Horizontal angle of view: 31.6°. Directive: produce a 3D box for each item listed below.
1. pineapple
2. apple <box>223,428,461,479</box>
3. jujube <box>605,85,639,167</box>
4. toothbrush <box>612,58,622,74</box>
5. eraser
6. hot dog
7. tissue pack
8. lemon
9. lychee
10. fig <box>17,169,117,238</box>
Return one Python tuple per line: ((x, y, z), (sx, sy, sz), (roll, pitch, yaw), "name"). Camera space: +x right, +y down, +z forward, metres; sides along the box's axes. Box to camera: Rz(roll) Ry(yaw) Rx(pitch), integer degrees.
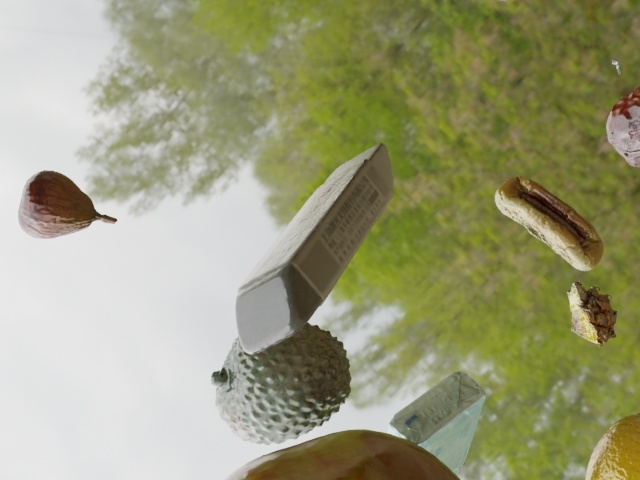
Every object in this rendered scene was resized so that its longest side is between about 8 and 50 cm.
((0.441, 0.112, 1.883), (0.114, 0.077, 0.114), (57, -142, -21), "pineapple")
((0.035, 0.412, 1.269), (0.400, 0.400, 0.333), (37, 159, -13), "apple")
((0.456, -0.162, 1.460), (0.112, 0.176, 0.109), (4, -116, -40), "jujube")
((0.386, -0.225, 1.467), (0.008, 0.006, 0.097), (18, -175, 18), "toothbrush")
((0.000, 0.000, 1.239), (0.061, 0.089, 0.352), (54, -145, -13), "eraser")
((0.451, -0.039, 2.197), (0.242, 0.084, 0.073), (40, 158, 7), "hot dog")
((0.191, 0.360, 2.009), (0.177, 0.263, 0.089), (-32, -122, -25), "tissue pack")
((0.531, 0.392, 1.851), (0.188, 0.256, 0.188), (20, 170, 4), "lemon")
((-0.075, 0.269, 2.151), (0.274, 0.255, 0.255), (11, -148, -23), "lychee")
((-0.420, -0.040, 1.815), (0.153, 0.119, 0.119), (44, -163, -26), "fig")
